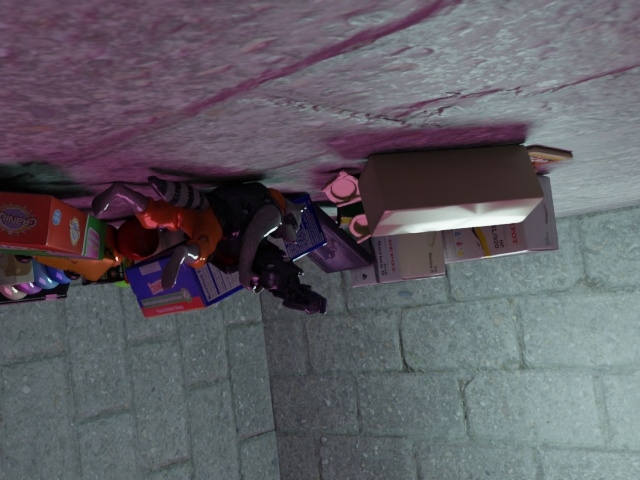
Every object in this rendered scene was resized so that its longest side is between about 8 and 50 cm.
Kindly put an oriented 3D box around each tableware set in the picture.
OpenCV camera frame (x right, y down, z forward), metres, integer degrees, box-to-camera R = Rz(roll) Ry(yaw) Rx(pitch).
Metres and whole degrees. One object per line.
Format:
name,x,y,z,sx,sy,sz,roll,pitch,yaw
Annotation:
tableware set,0.093,-0.069,1.242,0.141,0.020,0.169,-24,129,20

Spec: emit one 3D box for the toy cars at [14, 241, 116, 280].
toy cars,-0.572,0.007,1.311,0.393,0.087,0.176,-5,141,-5

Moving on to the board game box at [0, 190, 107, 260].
board game box,-0.457,-0.020,1.026,0.242,0.064,0.316,4,175,-4

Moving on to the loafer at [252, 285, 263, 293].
loafer,-0.145,0.031,1.785,0.112,0.112,0.319,-6,155,-9

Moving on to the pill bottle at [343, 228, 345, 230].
pill bottle,0.084,-0.021,2.078,0.086,0.086,0.152,-7,176,-4

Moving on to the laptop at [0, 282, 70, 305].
laptop,-0.870,0.046,1.911,0.381,0.236,0.408,-4,-156,-32

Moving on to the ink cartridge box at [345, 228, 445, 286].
ink cartridge box,0.163,-0.001,1.691,0.114,0.198,0.273,-5,175,-22

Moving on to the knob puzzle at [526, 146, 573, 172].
knob puzzle,0.338,-0.132,1.336,0.213,0.030,0.213,-7,177,0

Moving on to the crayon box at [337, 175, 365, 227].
crayon box,0.192,-0.072,1.384,0.318,0.081,0.202,-1,176,-1

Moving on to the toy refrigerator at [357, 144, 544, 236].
toy refrigerator,0.204,-0.079,1.163,0.269,0.102,0.094,-6,154,-15

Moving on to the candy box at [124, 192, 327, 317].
candy box,-0.191,0.031,1.467,0.317,0.122,0.268,-27,-171,-37

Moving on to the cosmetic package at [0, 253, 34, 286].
cosmetic package,-0.591,0.028,1.406,0.060,0.115,0.041,-11,175,36

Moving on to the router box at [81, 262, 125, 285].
router box,-0.501,0.038,1.660,0.038,0.123,0.092,-16,172,40

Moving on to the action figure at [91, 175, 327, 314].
action figure,-0.131,-0.015,1.143,0.341,0.179,0.330,27,-157,33

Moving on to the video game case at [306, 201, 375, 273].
video game case,0.000,0.000,1.743,0.026,0.196,0.274,-51,-168,-17

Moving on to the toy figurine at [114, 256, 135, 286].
toy figurine,-0.392,0.090,1.718,0.130,0.159,0.173,-10,135,-49

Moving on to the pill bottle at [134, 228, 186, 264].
pill bottle,-0.299,0.019,1.658,0.229,0.131,0.131,-5,175,-32

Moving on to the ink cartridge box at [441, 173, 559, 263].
ink cartridge box,0.384,-0.046,1.631,0.232,0.171,0.168,-11,174,41

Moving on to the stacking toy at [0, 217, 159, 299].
stacking toy,-0.497,0.025,1.509,0.330,0.141,0.141,-11,176,1
